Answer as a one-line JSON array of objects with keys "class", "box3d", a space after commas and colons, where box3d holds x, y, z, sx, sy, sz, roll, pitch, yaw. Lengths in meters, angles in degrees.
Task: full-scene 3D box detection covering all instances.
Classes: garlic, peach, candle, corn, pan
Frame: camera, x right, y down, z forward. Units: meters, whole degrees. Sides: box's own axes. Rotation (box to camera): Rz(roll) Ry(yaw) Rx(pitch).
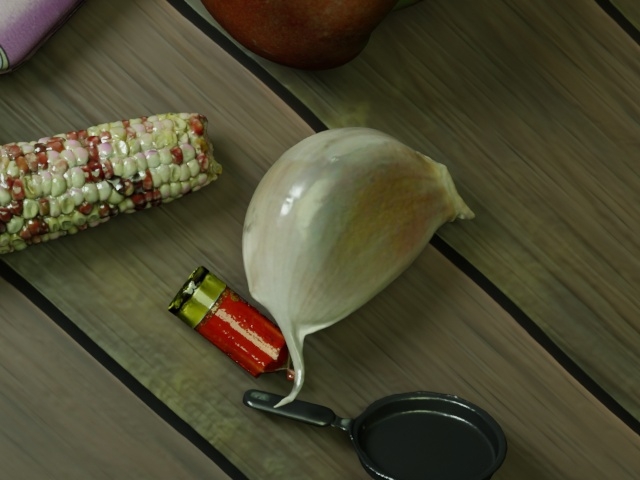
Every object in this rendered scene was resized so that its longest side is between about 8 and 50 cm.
[{"class": "garlic", "box3d": [-0.005, 0.002, 1.319, 0.148, 0.128, 0.266, 36, 75, 23]}, {"class": "peach", "box3d": [0.001, -0.280, 1.296, 0.252, 0.252, 0.252, 1, 83, -12]}, {"class": "candle", "box3d": [-0.069, 0.080, 1.327, 0.131, 0.052, 0.052, 37, 77, -6]}, {"class": "corn", "box3d": [-0.219, -0.048, 1.290, 0.281, 0.092, 0.092, -15, 87, -15]}, {"class": "pan", "box3d": [0.046, 0.168, 1.327, 0.235, 0.136, 0.028, 12, 122, 8]}]

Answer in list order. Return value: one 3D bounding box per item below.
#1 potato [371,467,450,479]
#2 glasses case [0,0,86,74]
[{"class": "potato", "box3d": [0.040, 0.277, 1.305, 0.225, 0.090, 0.117, -32, 86, -17]}, {"class": "glasses case", "box3d": [-0.225, -0.280, 1.324, 0.123, 0.076, 0.316, 41, 77, -5]}]
